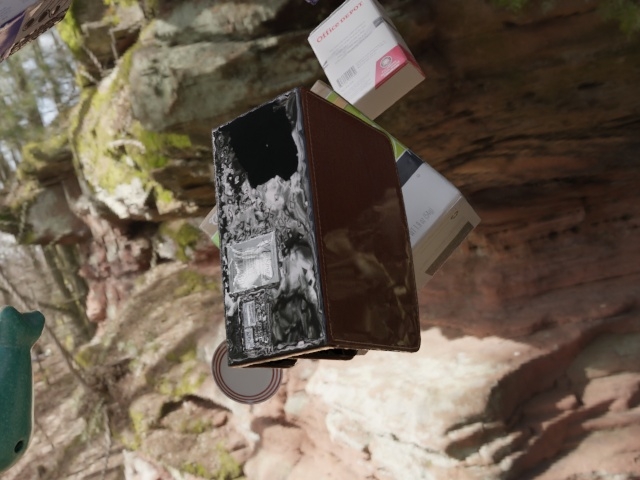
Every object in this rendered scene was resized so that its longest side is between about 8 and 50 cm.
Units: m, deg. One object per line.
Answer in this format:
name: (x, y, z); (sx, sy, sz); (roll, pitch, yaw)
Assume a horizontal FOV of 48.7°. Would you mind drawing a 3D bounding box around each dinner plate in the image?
dinner plate: (-0.139, 0.244, 1.339); (0.141, 0.141, 0.017); (-19, -20, -31)

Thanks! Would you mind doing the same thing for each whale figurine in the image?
whale figurine: (-0.490, 0.238, 1.079); (0.141, 0.271, 0.216); (23, -8, 16)

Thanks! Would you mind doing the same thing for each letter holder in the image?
letter holder: (0.000, 0.000, 0.885); (0.152, 0.301, 0.215); (-18, -20, 35)

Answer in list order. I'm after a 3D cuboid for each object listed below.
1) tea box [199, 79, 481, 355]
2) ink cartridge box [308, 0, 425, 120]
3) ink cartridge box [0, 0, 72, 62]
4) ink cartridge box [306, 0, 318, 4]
tea box: (0.038, -0.030, 1.216); (0.329, 0.323, 0.220); (-51, -23, 6)
ink cartridge box: (0.089, -0.370, 1.422); (0.159, 0.217, 0.092); (-36, -29, 22)
ink cartridge box: (-0.366, -0.260, 0.827); (0.097, 0.046, 0.207); (-37, 17, 45)
ink cartridge box: (-0.026, -0.455, 0.762); (0.270, 0.395, 0.151); (-46, -20, 3)
